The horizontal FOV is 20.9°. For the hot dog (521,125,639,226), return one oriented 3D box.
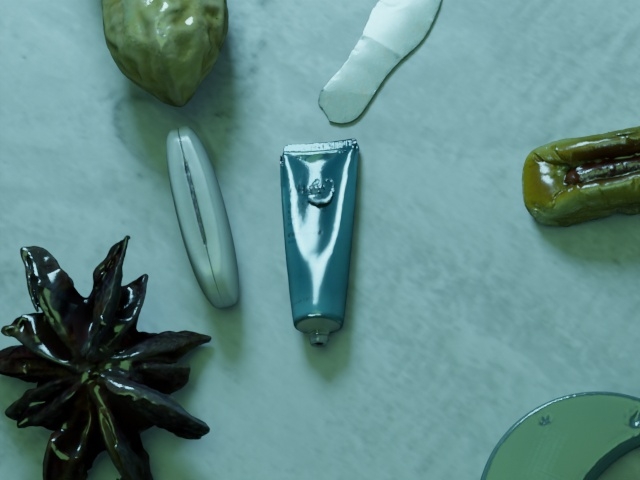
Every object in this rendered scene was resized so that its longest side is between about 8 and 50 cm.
[{"bbox_3d":[0.316,-0.071,1.692,0.242,0.073,0.084,-7,74,8],"label":"hot dog"}]

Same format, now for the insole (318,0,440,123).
[{"bbox_3d":[0.065,-0.203,1.820,0.065,0.004,0.197,30,78,18],"label":"insole"}]

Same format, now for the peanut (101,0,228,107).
[{"bbox_3d":[-0.175,-0.283,1.813,0.140,0.153,0.325,-11,60,-9],"label":"peanut"}]

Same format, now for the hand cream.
[{"bbox_3d":[0.000,0.000,1.742,0.083,0.048,0.224,-6,64,11],"label":"hand cream"}]

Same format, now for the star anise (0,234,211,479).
[{"bbox_3d":[-0.216,0.132,1.690,0.212,0.129,0.283,-30,76,5],"label":"star anise"}]

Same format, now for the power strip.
[{"bbox_3d":[0.224,0.250,1.602,0.167,0.054,0.253,24,76,20],"label":"power strip"}]

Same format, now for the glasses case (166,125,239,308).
[{"bbox_3d":[-0.119,-0.024,1.750,0.049,0.074,0.193,-17,69,0],"label":"glasses case"}]
